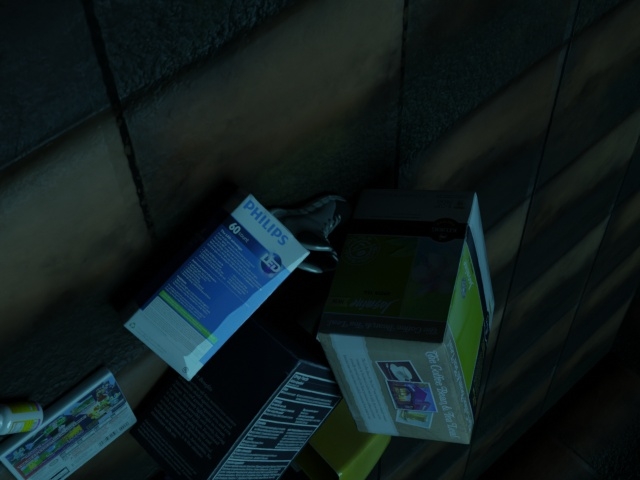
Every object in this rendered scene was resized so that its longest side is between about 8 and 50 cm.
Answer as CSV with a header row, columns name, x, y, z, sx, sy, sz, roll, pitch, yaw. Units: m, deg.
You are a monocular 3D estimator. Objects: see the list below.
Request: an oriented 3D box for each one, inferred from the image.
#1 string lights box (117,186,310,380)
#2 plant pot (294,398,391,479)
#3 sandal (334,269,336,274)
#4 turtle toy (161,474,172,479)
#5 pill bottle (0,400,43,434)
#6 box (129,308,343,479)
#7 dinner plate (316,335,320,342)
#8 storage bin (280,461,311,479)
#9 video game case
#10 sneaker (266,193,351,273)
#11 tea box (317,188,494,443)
name,x,y,z,sx,sy,sz,roll,pitch,yaw
string lights box,-0.156,0.062,1.379,0.259,0.077,0.133,-46,111,-6
plant pot,0.039,0.409,2.025,0.187,0.212,0.212,-36,152,-22
sandal,0.054,0.053,1.791,0.072,0.049,0.180,-22,128,-51
turtle toy,-0.284,0.483,1.811,0.130,0.066,0.095,-37,150,-24
pill bottle,-0.432,0.248,1.314,0.043,0.043,0.083,-57,152,15
box,-0.124,0.286,1.665,0.294,0.183,0.296,-51,155,3
dinner plate,0.040,0.161,1.935,0.141,0.017,0.141,-36,149,-25
storage bin,-0.063,0.532,2.141,0.180,0.122,0.084,-26,145,-38
video game case,-0.392,0.302,1.470,0.201,0.023,0.183,-37,151,-20
sneaker,0.000,0.000,1.540,0.229,0.132,0.086,-17,139,-46
tea box,0.167,0.135,1.668,0.329,0.220,0.323,70,29,-46
